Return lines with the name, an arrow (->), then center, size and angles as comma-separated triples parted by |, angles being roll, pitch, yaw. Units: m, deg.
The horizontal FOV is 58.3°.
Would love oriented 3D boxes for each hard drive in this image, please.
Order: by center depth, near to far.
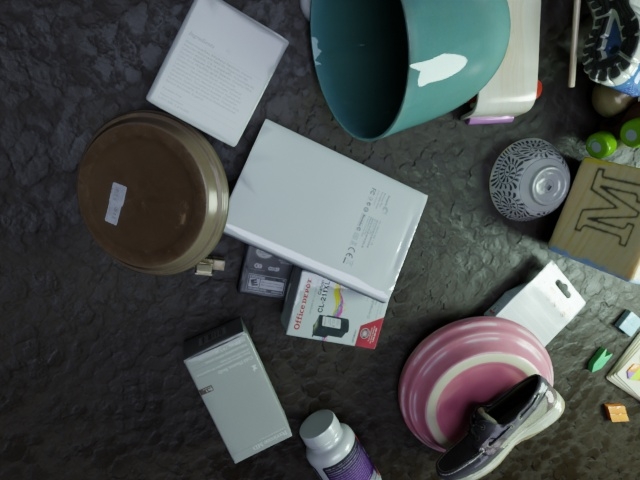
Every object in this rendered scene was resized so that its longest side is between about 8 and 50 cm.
hard drive -> 0.008, -0.049, 1.002 | 0.318, 0.040, 0.210 | 24, 79, -8

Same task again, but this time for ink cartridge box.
ink cartridge box -> 0.026, 0.119, 1.062 | 0.175, 0.072, 0.128 | 11, 102, -14
ink cartridge box -> 0.456, 0.146, 1.221 | 0.179, 0.045, 0.145 | -46, 109, -4

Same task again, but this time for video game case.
video game case -> 0.000, 0.000, 1.084 | 0.274, 0.035, 0.249 | 10, 102, -14

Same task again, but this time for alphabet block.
alphabet block -> 0.597, -0.031, 1.103 | 0.192, 0.193, 0.197 | 11, 102, -34

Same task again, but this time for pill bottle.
pill bottle -> 0.037, 0.442, 1.166 | 0.108, 0.108, 0.194 | -31, 109, -3

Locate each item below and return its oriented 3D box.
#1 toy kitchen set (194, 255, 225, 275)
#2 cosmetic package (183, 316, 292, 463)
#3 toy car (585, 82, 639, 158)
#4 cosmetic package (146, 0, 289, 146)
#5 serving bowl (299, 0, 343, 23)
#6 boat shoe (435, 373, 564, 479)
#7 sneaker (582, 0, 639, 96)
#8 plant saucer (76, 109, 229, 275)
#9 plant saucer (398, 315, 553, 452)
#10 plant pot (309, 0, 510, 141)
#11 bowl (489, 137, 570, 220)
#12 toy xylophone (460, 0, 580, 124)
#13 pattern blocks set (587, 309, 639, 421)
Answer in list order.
toy kitchen set -> -0.209, 0.017, 1.024 | 0.083, 0.068, 0.075 | 7, 102, -14
cosmetic package -> -0.157, 0.281, 1.086 | 0.127, 0.107, 0.238 | -25, 105, -8
toy car -> 0.581, -0.274, 1.094 | 0.155, 0.149, 0.189 | -22, 91, -25
cosmetic package -> -0.165, -0.270, 0.916 | 0.151, 0.151, 0.184 | 27, 98, -18
serving bowl -> 0.006, -0.412, 0.982 | 0.083, 0.027, 0.084 | -3, 106, -12
boat shoe -> 0.332, 0.361, 1.109 | 0.285, 0.103, 0.092 | -36, 104, 4
sneaker -> 0.564, -0.408, 1.039 | 0.147, 0.129, 0.330 | 21, 77, -34
plant saucer -> -0.285, -0.073, 0.941 | 0.277, 0.041, 0.278 | 3, 103, 13
plant saucer -> 0.330, 0.321, 1.189 | 0.331, 0.084, 0.332 | -2, 111, -5
plant pot -> 0.152, -0.324, 0.912 | 0.235, 0.293, 0.293 | -16, 108, -23
bowl -> 0.428, -0.113, 1.124 | 0.170, 0.080, 0.170 | -3, 104, -12
toy xylophone -> 0.350, -0.368, 1.040 | 0.236, 0.081, 0.323 | 2, 104, -13
pattern blocks set -> 0.771, 0.309, 1.336 | 0.324, 0.026, 0.286 | 24, 98, -17
